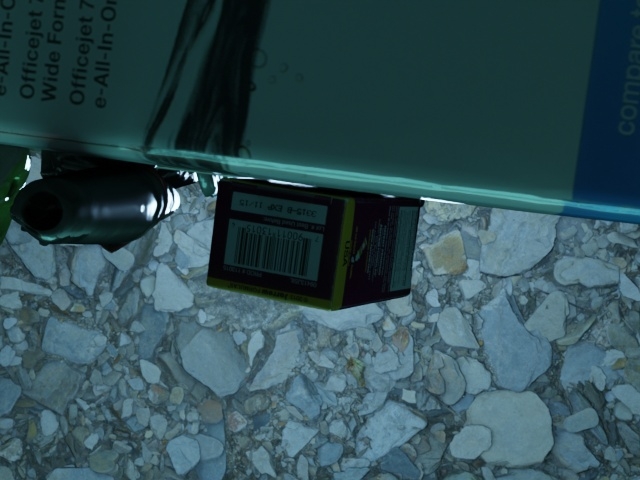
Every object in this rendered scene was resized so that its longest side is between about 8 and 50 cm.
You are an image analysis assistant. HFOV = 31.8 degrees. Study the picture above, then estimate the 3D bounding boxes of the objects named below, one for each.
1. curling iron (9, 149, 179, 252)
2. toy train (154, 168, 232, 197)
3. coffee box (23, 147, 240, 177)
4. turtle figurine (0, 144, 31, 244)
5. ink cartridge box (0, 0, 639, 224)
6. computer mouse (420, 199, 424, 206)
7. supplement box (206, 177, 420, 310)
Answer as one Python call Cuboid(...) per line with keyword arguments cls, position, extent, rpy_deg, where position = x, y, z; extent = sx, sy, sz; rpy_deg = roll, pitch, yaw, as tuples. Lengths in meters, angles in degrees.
Cuboid(cls="curling iron", position=(-0.089, -0.015, 0.438), extent=(0.068, 0.035, 0.274), rpy_deg=(7, -174, -8))
Cuboid(cls="toy train", position=(-0.160, -0.115, 0.965), extent=(0.142, 0.190, 0.334), rpy_deg=(-17, -178, 0))
Cuboid(cls="coffee box", position=(-0.153, -0.124, 0.738), extent=(0.246, 0.141, 0.098), rpy_deg=(8, -175, 10))
Cuboid(cls="turtle figurine", position=(-0.296, -0.034, 0.522), extent=(0.266, 0.274, 0.198), rpy_deg=(25, 148, 2))
Cuboid(cls="ink cartridge box", position=(0.005, -0.085, 0.416), extent=(0.307, 0.129, 0.223), rpy_deg=(8, -175, 7))
Cuboid(cls="computer mouse", position=(-0.004, -0.133, 1.072), extent=(0.262, 0.060, 0.184), rpy_deg=(48, -155, 23))
Cuboid(cls="supplement box", position=(0.000, 0.000, 0.443), extent=(0.055, 0.043, 0.083), rpy_deg=(9, -175, 23))
